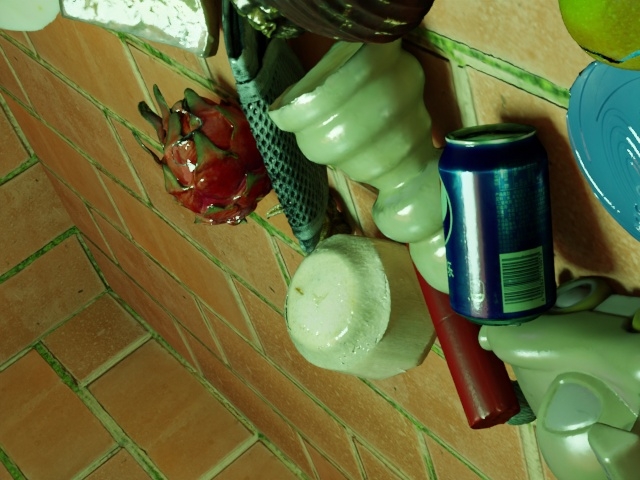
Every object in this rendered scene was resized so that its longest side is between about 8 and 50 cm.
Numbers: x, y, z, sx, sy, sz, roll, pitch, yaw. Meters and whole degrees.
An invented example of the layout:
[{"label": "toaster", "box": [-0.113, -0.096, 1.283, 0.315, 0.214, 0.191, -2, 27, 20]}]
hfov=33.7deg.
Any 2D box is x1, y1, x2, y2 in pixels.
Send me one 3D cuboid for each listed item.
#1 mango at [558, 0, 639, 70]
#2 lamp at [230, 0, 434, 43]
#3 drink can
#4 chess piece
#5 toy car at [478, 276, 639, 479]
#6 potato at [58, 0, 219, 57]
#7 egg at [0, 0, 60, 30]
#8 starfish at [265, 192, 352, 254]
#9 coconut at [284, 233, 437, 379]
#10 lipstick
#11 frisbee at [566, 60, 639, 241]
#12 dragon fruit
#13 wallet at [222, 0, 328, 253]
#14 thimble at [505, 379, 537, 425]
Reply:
[{"label": "mango", "box": [0.257, -0.194, 0.738, 0.125, 0.111, 0.233, 42, 151, -13]}, {"label": "lamp", "box": [0.011, -0.287, 0.955, 0.247, 0.247, 0.247, 45, 160, 22]}, {"label": "drink can", "box": [0.188, -0.018, 1.119, 0.118, 0.118, 0.204, 19, 119, 58]}, {"label": "chess piece", "box": [0.107, -0.079, 1.228, 0.330, 0.182, 0.182, 51, 162, -13]}, {"label": "toy car", "box": [0.309, 0.190, 1.110, 0.242, 0.226, 0.336, 58, 160, -15]}, {"label": "potato", "box": [-0.244, -0.406, 1.554, 0.264, 0.211, 0.189, 18, 113, 6]}, {"label": "egg", "box": [-0.517, -0.536, 1.779, 0.337, 0.201, 0.337, 19, 143, 16]}, {"label": "starfish", "box": [0.000, 0.001, 1.639, 0.074, 0.146, 0.190, -22, 109, 28]}, {"label": "coconut", "box": [0.073, 0.102, 1.538, 0.224, 0.224, 0.234, 37, -169, 38]}, {"label": "lipstick", "box": [0.175, 0.097, 1.333, 0.073, 0.073, 0.279, 94, 161, -63]}, {"label": "frisbee", "box": [0.309, -0.058, 0.955, 0.242, 0.045, 0.242, 46, 161, 20]}, {"label": "dragon fruit", "box": [-0.180, -0.144, 1.716, 0.193, 0.192, 0.274, 0, 122, 61]}, {"label": "wallet", "box": [-0.050, -0.175, 1.388, 0.342, 0.075, 0.237, 71, -168, -45]}, {"label": "thimble", "box": [0.245, 0.168, 1.383, 0.135, 0.118, 0.090, 44, 161, 29]}]
